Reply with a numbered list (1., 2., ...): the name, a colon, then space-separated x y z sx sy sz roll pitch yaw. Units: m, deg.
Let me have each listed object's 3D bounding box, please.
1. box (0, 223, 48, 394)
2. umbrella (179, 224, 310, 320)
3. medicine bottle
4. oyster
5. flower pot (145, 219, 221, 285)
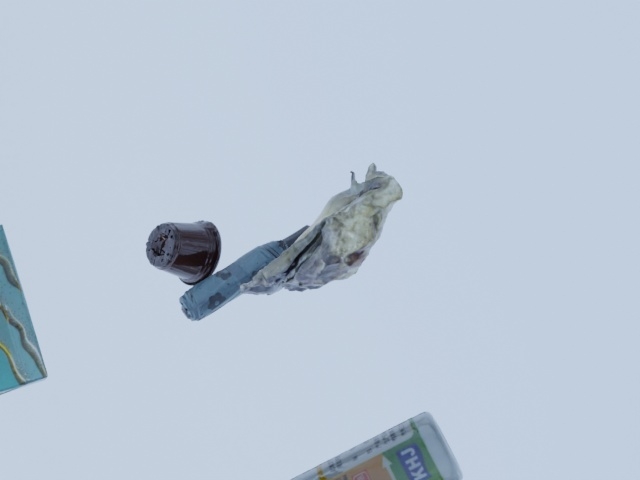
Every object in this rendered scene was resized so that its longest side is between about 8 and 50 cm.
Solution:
1. box: -0.395 0.091 1.016 0.162 0.229 0.041 71 -21 6
2. umbrella: -0.113 0.048 1.687 0.053 0.250 0.052 52 -19 14
3. medicine bottle: 0.000 0.208 0.800 0.061 0.220 0.092 62 2 -9
4. oyster: 0.007 0.008 1.465 0.100 0.275 0.271 43 7 -6
5. flower pot: -0.227 0.013 1.708 0.111 0.089 0.111 -11 -108 39
